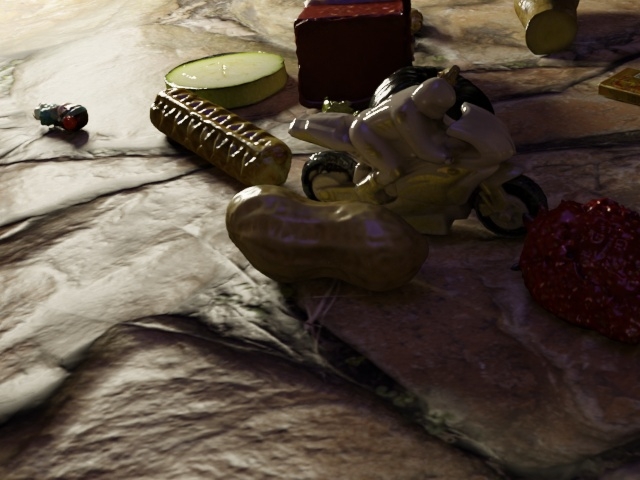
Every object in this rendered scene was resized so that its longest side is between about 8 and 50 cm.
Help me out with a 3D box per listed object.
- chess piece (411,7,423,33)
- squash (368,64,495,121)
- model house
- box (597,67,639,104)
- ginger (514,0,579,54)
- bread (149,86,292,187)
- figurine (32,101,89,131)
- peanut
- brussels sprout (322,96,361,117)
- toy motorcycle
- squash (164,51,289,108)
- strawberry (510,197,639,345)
[{"bbox_3d":[0.146,-0.441,2.182,0.060,0.060,0.172,-17,32,-19],"label":"chess piece"},{"bbox_3d":[0.159,-0.172,1.620,0.193,0.155,0.193,2,53,-3],"label":"squash"},{"bbox_3d":[0.065,-0.341,1.923,0.196,0.160,0.254,-3,29,7],"label":"model house"},{"bbox_3d":[0.530,-0.237,1.788,0.156,0.022,0.089,22,39,40],"label":"box"},{"bbox_3d":[0.415,-0.431,2.069,0.109,0.116,0.263,-38,21,31],"label":"ginger"},{"bbox_3d":[-0.159,-0.161,1.732,0.077,0.084,0.368,22,6,-40],"label":"bread"},{"bbox_3d":[-0.440,-0.210,1.901,0.106,0.047,0.060,11,26,32],"label":"figurine"},{"bbox_3d":[0.000,0.000,1.390,0.275,0.111,0.125,8,37,24],"label":"peanut"},{"bbox_3d":[0.039,-0.187,1.767,0.085,0.058,0.085,13,2,0],"label":"brussels sprout"},{"bbox_3d":[0.120,-0.108,1.449,0.341,0.222,0.108,6,37,24],"label":"toy motorcycle"},{"bbox_3d":[-0.166,-0.286,1.996,0.219,0.041,0.219,-6,25,3],"label":"squash"},{"bbox_3d":[0.309,0.029,1.292,0.175,0.097,0.228,-3,29,7],"label":"strawberry"}]
